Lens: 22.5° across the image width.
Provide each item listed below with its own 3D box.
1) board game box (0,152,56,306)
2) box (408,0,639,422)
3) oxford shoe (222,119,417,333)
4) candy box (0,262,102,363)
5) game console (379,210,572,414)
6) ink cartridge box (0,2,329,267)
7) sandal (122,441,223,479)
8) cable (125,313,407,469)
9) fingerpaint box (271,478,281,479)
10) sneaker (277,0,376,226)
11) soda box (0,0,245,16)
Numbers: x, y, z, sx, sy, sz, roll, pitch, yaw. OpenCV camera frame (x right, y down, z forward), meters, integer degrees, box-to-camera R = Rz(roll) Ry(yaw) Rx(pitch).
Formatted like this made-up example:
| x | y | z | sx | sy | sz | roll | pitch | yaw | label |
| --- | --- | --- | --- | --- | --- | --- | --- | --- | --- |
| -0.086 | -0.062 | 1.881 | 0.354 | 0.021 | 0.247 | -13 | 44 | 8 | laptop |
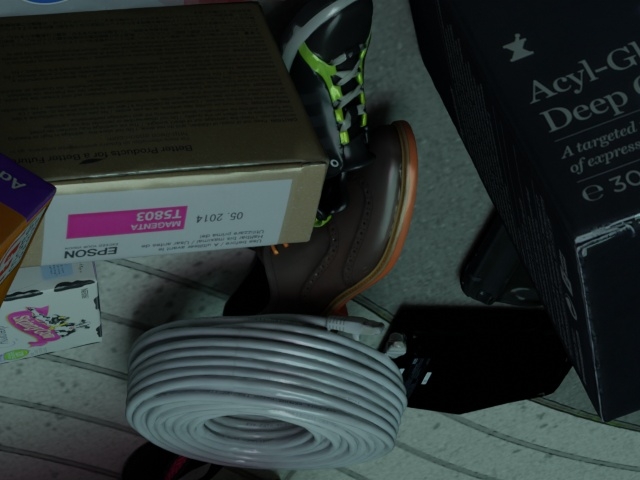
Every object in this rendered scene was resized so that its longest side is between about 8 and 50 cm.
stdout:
| x | y | z | sx | sy | sz | roll | pitch | yaw | label |
| --- | --- | --- | --- | --- | --- | --- | --- | --- | --- |
| -0.445 | 0.079 | 0.990 | 0.356 | 0.356 | 0.356 | 32 | 125 | 1 | board game box |
| 0.251 | -0.123 | 1.139 | 0.293 | 0.395 | 0.212 | -21 | 139 | -1 | box |
| 0.000 | 0.000 | 1.400 | 0.098 | 0.097 | 0.271 | 9 | 132 | -25 | oxford shoe |
| -0.280 | 0.049 | 1.311 | 0.196 | 0.070 | 0.165 | -12 | 160 | -10 | candy box |
| 0.196 | 0.046 | 1.574 | 0.213 | 0.044 | 0.361 | 2 | 135 | -27 | game console |
| -0.135 | -0.081 | 1.176 | 0.235 | 0.193 | 0.088 | -4 | 136 | -18 | ink cartridge box |
| -0.121 | 0.216 | 1.623 | 0.179 | 0.040 | 0.067 | -27 | 139 | 6 | sandal |
| -0.049 | 0.145 | 1.466 | 0.257 | 0.089 | 0.257 | 3 | 157 | 5 | cable |
| -0.208 | 0.401 | 1.539 | 0.445 | 0.371 | 0.163 | -16 | 98 | -5 | fingerpaint box |
| 0.016 | -0.104 | 1.275 | 0.084 | 0.097 | 0.234 | -34 | 156 | -35 | sneaker |
| -0.152 | -0.215 | 1.100 | 0.263 | 0.092 | 0.083 | -7 | 136 | -16 | soda box |
